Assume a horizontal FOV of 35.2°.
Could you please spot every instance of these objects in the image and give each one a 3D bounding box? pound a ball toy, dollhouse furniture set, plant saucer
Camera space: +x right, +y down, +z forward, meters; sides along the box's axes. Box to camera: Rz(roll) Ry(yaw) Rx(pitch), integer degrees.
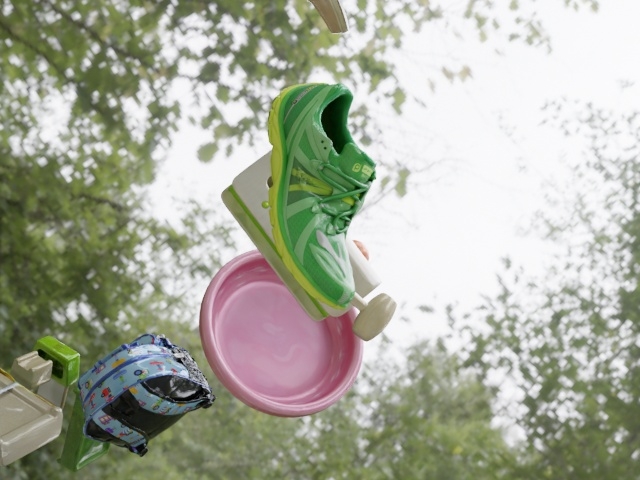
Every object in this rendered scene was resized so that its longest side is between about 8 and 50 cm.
[{"bbox_3d":[0.000,0.000,1.580,0.319,0.135,0.208,52,-16,-2],"label":"pound a ball toy"},{"bbox_3d":[-0.507,0.302,1.681,0.197,0.301,0.151,27,-66,21],"label":"dollhouse furniture set"},{"bbox_3d":[-0.080,0.179,1.912,0.332,0.332,0.084,49,-38,2],"label":"plant saucer"}]

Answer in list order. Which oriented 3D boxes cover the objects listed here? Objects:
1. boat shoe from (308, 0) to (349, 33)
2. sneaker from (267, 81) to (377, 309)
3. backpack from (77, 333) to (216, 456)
[{"bbox_3d":[-0.047,-0.521,1.945,0.302,0.098,0.109,57,11,-18],"label":"boat shoe"},{"bbox_3d":[0.007,-0.064,1.235,0.123,0.109,0.296,-15,-107,28],"label":"sneaker"},{"bbox_3d":[-0.247,0.197,1.333,0.117,0.158,0.173,56,6,24],"label":"backpack"}]
